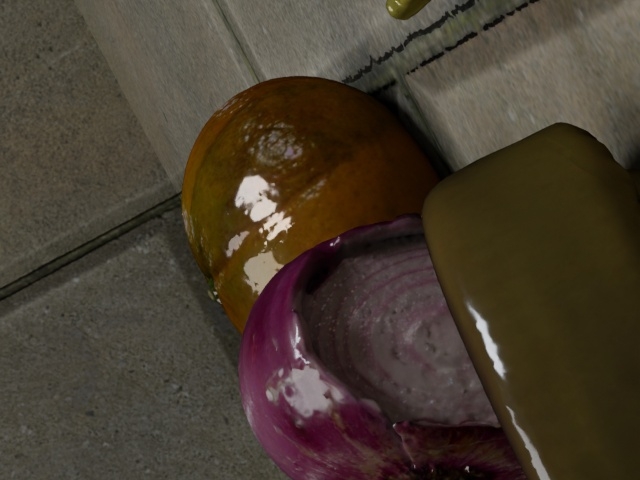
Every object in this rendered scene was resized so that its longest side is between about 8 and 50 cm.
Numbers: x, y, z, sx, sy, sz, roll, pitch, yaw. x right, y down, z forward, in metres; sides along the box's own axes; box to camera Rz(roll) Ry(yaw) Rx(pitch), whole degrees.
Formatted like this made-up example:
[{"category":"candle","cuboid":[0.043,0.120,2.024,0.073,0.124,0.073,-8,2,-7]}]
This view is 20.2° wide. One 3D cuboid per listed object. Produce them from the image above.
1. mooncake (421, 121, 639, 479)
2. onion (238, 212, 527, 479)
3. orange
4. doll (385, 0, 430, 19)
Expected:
[{"category":"mooncake","cuboid":[0.140,0.065,0.830,0.235,0.117,0.235,-25,-90,-86]},{"category":"onion","cuboid":[0.056,0.085,1.074,0.200,0.207,0.200,39,141,41]},{"category":"orange","cuboid":[0.000,0.000,1.251,0.240,0.171,0.240,57,167,20]},{"category":"doll","cuboid":[-0.018,-0.242,0.874,0.138,0.119,0.293,-42,72,35]}]
